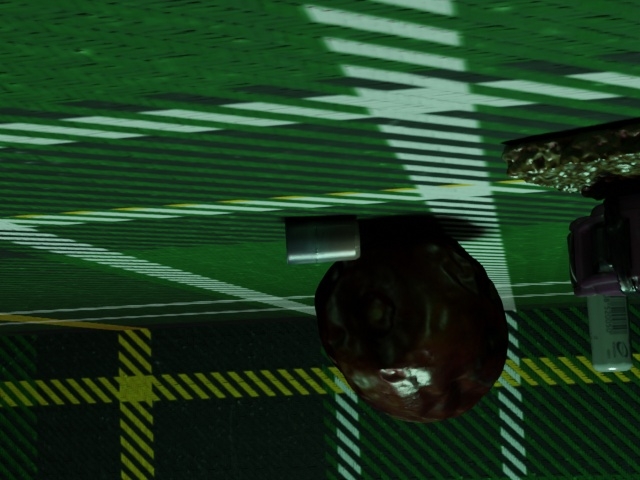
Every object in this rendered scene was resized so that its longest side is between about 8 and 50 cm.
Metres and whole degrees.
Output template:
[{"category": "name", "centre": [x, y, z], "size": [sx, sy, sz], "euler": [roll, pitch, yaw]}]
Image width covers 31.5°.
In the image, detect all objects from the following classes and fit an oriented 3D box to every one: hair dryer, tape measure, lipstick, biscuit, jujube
[{"category": "hair dryer", "centre": [0.000, 0.000, 1.010], "size": [0.063, 0.037, 0.114], "euler": [-3, -179, -2]}, {"category": "tape measure", "centre": [0.225, 0.006, 0.729], "size": [0.118, 0.074, 0.125], "euler": [-3, 175, 4]}, {"category": "lipstick", "centre": [0.274, 0.054, 1.086], "size": [0.040, 0.141, 0.040], "euler": [-4, 173, 0]}, {"category": "biscuit", "centre": [0.223, -0.045, 0.730], "size": [0.131, 0.025, 0.231], "euler": [-8, 171, 38]}, {"category": "jujube", "centre": [0.086, 0.083, 1.081], "size": [0.183, 0.183, 0.243], "euler": [-5, 172, 22]}]
